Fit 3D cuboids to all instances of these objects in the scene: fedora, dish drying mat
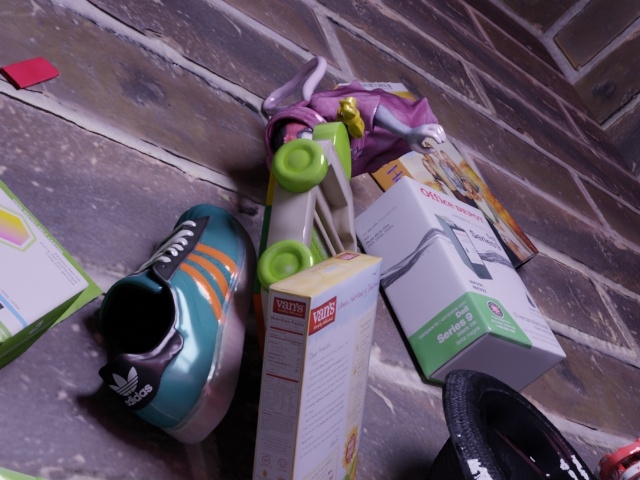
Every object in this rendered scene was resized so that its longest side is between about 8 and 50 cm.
[{"bbox_3d":[0.192,0.297,1.102,0.334,0.152,0.334,42,18,-17],"label":"fedora"},{"bbox_3d":[-0.327,-0.190,1.163,0.032,0.008,0.083,46,26,-2],"label":"dish drying mat"}]

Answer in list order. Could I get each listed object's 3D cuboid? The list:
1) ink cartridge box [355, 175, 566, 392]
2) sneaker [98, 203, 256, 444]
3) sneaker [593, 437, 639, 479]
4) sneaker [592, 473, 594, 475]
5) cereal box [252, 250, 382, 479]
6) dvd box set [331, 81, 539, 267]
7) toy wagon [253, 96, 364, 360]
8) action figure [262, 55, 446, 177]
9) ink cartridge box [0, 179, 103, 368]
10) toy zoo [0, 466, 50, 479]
[{"bbox_3d":[0.195,0.068,1.486,0.211,0.121,0.289,20,36,-46],"label":"ink cartridge box"},{"bbox_3d":[-0.141,0.048,0.994,0.121,0.108,0.302,39,27,-27],"label":"sneaker"},{"bbox_3d":[0.375,0.299,1.157,0.145,0.090,0.270,64,0,15],"label":"sneaker"},{"bbox_3d":[0.390,0.390,1.418,0.071,0.066,0.188,29,21,-1],"label":"sneaker"},{"bbox_3d":[-0.003,0.141,0.959,0.047,0.240,0.173,11,14,22],"label":"cereal box"},{"bbox_3d":[0.200,-0.104,1.820,0.420,0.062,0.307,53,25,10],"label":"dvd box set"},{"bbox_3d":[0.000,0.000,1.124,0.267,0.068,0.344,65,27,-58],"label":"toy wagon"},{"bbox_3d":[0.015,-0.156,1.380,0.275,0.248,0.370,50,22,8],"label":"action figure"},{"bbox_3d":[-0.281,-0.004,0.859,0.189,0.097,0.255,47,25,-1],"label":"ink cartridge box"},{"bbox_3d":[-0.135,0.282,0.750,0.293,0.030,0.192,29,31,-34],"label":"toy zoo"}]
